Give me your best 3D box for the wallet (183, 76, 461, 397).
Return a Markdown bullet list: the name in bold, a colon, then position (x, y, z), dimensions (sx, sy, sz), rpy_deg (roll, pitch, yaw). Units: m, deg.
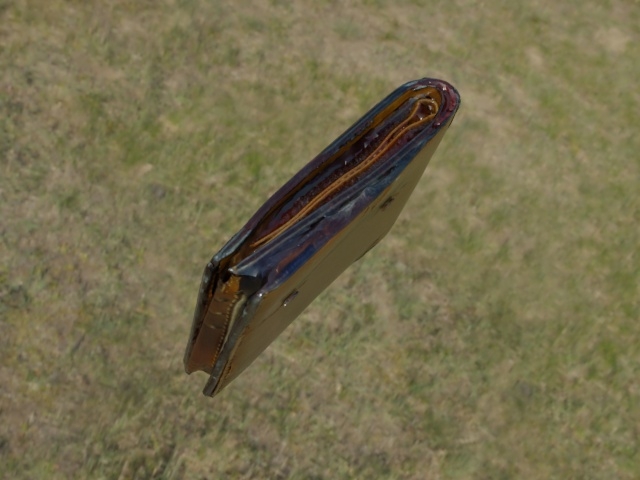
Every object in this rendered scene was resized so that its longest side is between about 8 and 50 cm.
- **wallet**: position (-0.002, -0.002, 0.567), dimensions (0.042, 0.161, 0.195), rpy_deg (42, 61, 8)
